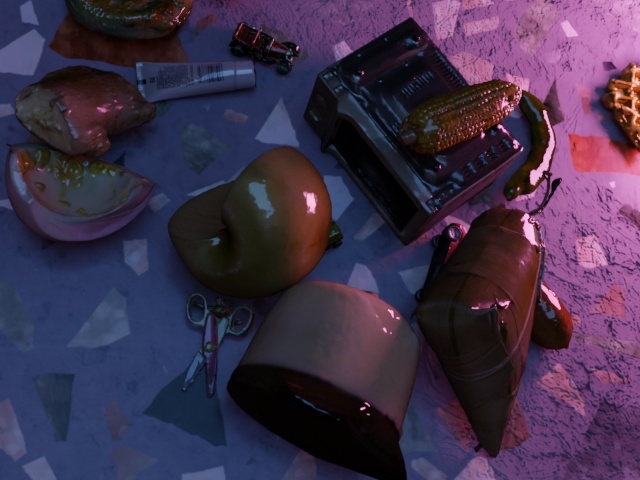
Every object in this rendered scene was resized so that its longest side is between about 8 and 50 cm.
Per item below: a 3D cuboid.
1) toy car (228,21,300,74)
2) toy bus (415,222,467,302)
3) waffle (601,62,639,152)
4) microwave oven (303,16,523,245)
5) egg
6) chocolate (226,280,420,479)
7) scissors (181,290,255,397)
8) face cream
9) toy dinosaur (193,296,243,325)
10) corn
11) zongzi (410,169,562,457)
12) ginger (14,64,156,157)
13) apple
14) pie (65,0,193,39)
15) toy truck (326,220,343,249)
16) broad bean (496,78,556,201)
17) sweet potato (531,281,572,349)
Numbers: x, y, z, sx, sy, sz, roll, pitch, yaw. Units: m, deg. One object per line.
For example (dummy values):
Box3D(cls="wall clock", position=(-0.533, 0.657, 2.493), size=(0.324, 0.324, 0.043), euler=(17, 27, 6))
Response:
Box3D(cls="toy car", position=(-0.117, -0.405, 1.946), size=(0.143, 0.054, 0.073), euler=(23, 70, -1))
Box3D(cls="toy bus", position=(0.257, 0.063, 1.840), size=(0.089, 0.081, 0.195), euler=(23, 69, -12))
Box3D(cls="waffle", position=(0.766, -0.290, 2.061), size=(0.250, 0.056, 0.261), euler=(-29, 76, -18))
Box3D(cls="microwave oven", position=(0.181, -0.223, 1.849), size=(0.286, 0.218, 0.355), euler=(-34, 80, -17))
Box3D(cls="egg", position=(-0.461, -0.076, 1.717), size=(0.271, 0.206, 0.161), euler=(13, 101, -24))
Box3D(cls="chocolate", position=(0.033, 0.214, 1.618), size=(0.314, 0.326, 0.297), euler=(46, 66, -37))
Box3D(cls="scissors", position=(-0.204, 0.196, 1.733), size=(0.134, 0.020, 0.187), euler=(17, 79, -8))
Box3D(cls="face cream", position=(-0.252, -0.330, 1.900), size=(0.244, 0.058, 0.092), euler=(-5, 78, -6))
Box3D(cls="toy dinosaur", position=(-0.195, 0.125, 1.765), size=(0.113, 0.026, 0.041), euler=(28, 82, -7))
Box3D(cls="corn", position=(0.254, -0.228, 1.700), size=(0.262, 0.097, 0.097), euler=(-23, 77, -19))
Box3D(cls="zongzi", position=(0.351, 0.126, 1.774), size=(0.182, 0.418, 0.447), euler=(5, 39, 34))
Box3D(cls="ginger", position=(-0.437, -0.237, 1.744), size=(0.276, 0.130, 0.221), euler=(-6, 38, -34))
Box3D(cls="apple", position=(-0.107, -0.020, 1.697), size=(0.258, 0.295, 0.233), euler=(-30, 93, -55))
Box3D(cls="pie", position=(-0.398, -0.534, 1.937), size=(0.277, 0.078, 0.276), euler=(5, 66, -10))
Box3D(cls="toy truck", position=(0.000, 0.000, 1.828), size=(0.083, 0.054, 0.049), euler=(-27, 78, -17))
Box3D(cls="broad bean", position=(0.436, -0.207, 1.971), size=(0.144, 0.049, 0.291), euler=(8, 66, -18))
Box3D(cls="sweet potato", position=(0.405, 0.092, 1.848), size=(0.097, 0.097, 0.291), euler=(-26, 77, -17))
